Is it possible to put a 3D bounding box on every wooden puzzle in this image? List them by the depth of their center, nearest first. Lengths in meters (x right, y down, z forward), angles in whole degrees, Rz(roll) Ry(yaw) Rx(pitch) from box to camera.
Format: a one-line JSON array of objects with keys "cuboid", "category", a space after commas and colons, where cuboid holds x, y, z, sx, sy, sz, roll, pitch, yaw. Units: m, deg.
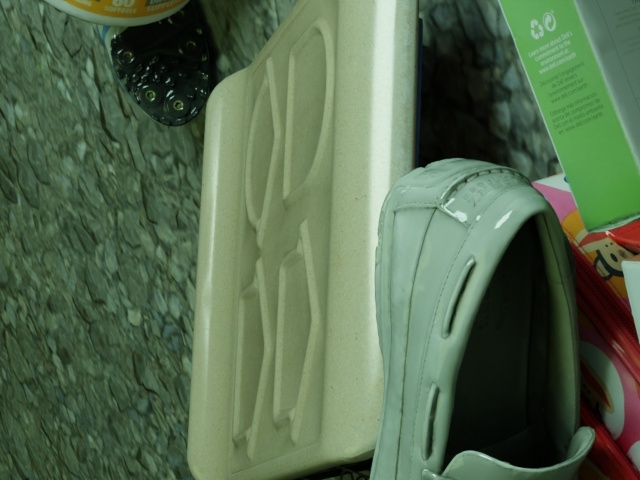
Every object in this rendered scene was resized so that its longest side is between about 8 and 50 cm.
[{"cuboid": [0.000, 0.000, 1.206, 0.348, 0.080, 0.322, 150, 124, -68], "category": "wooden puzzle"}]

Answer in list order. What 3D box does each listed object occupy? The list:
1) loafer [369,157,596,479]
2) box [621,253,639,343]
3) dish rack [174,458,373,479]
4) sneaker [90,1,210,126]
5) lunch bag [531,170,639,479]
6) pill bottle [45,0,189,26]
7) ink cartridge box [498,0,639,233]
[{"cuboid": [0.089, 0.116, 0.975, 0.111, 0.112, 0.319, 24, 124, 58], "category": "loafer"}, {"cuboid": [0.251, 0.035, 0.856, 0.170, 0.130, 0.091, 2, 110, 59], "category": "box"}, {"cuboid": [0.000, 0.213, 1.335, 0.271, 0.208, 0.074, 10, 105, 58], "category": "dish rack"}, {"cuboid": [-0.157, -0.196, 1.481, 0.237, 0.085, 0.086, 60, 176, 10], "category": "sneaker"}, {"cuboid": [0.177, 0.105, 1.053, 0.293, 0.120, 0.258, 55, 144, 24], "category": "lunch bag"}, {"cuboid": [-0.124, -0.289, 1.266, 0.162, 0.162, 0.278, 60, 150, 18], "category": "pill bottle"}, {"cuboid": [0.158, -0.121, 0.941, 0.062, 0.109, 0.209, -24, 87, 61], "category": "ink cartridge box"}]
